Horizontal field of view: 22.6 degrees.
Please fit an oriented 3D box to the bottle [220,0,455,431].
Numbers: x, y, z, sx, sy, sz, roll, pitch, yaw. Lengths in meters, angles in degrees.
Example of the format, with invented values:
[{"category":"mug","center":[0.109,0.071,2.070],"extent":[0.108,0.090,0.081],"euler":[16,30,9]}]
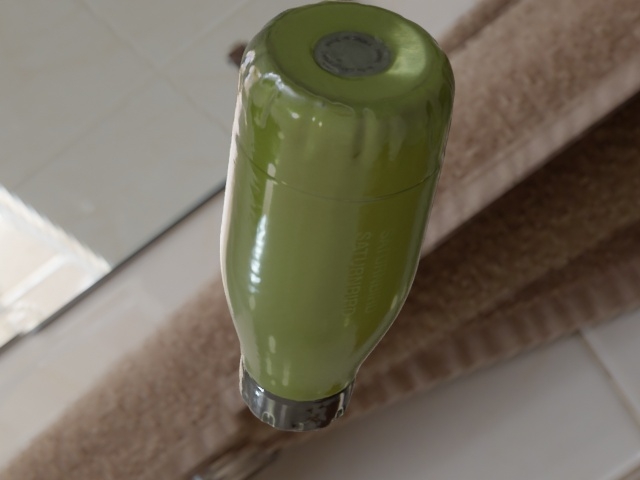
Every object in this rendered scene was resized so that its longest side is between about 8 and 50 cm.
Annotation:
[{"category":"bottle","center":[0.000,0.000,0.881],"extent":[0.260,0.112,0.112],"euler":[100,152,-43]}]
